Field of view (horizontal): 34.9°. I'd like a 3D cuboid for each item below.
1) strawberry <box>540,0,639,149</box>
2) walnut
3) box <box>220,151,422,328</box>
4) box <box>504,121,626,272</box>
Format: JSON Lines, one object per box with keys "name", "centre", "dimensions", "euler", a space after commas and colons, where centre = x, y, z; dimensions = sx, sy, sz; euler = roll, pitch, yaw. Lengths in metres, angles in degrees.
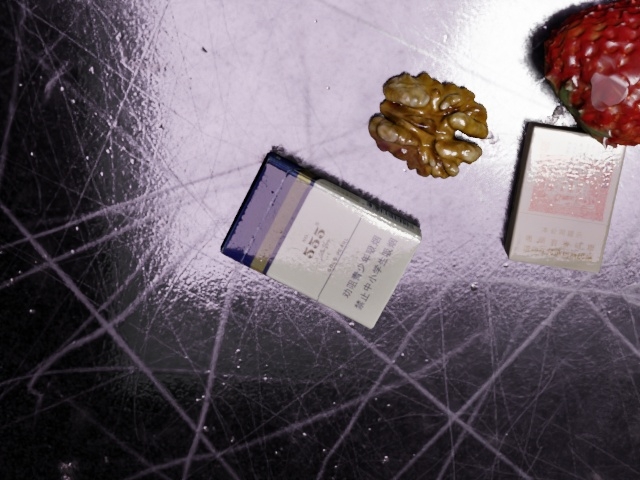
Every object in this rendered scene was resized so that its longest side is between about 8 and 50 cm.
{"name": "strawberry", "centre": [0.429, -0.244, 1.347], "dimensions": [0.244, 0.205, 0.205], "euler": [-35, 99, 13]}
{"name": "walnut", "centre": [0.157, -0.160, 1.454], "dimensions": [0.170, 0.069, 0.143], "euler": [18, 103, -4]}
{"name": "box", "centre": [0.000, 0.000, 1.501], "dimensions": [0.259, 0.071, 0.168], "euler": [28, 104, -3]}
{"name": "box", "centre": [0.352, -0.062, 1.471], "dimensions": [0.141, 0.058, 0.201], "euler": [10, 104, 1]}
